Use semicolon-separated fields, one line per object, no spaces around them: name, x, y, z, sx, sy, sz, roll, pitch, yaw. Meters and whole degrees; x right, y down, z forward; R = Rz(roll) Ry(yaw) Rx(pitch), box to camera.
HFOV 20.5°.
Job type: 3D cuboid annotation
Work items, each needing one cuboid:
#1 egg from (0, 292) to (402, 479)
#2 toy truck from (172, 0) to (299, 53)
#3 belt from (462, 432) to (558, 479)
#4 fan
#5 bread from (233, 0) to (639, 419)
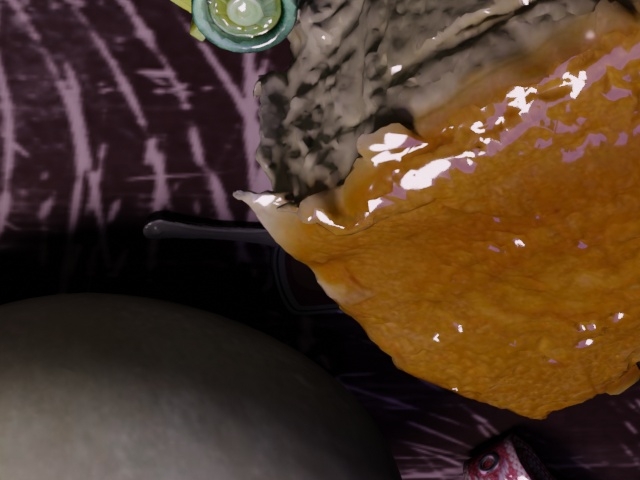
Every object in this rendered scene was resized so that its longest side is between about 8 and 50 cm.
egg;-0.108;0.159;1.026;0.352;0.258;0.258;18;133;-35
toy truck;-0.006;-0.212;0.719;0.135;0.128;0.259;33;125;-24
belt;0.180;0.215;1.306;0.053;0.071;0.232;-34;136;16
fan;0.000;0.000;1.055;0.220;0.009;0.132;4;136;-20
bread;0.130;-0.078;0.822;0.279;0.225;0.250;-25;138;26
